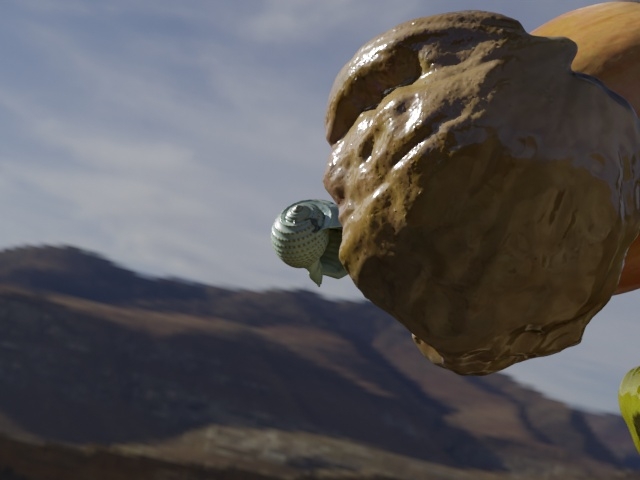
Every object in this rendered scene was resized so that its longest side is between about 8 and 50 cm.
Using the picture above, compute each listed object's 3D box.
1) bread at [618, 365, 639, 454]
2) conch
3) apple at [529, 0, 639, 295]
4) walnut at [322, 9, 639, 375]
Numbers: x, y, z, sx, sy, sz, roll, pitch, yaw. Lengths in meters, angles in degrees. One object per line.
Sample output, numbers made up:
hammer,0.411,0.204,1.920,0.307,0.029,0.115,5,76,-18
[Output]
bread,0.337,0.132,0.949,0.166,0.112,0.383,12,-9,-14
conch,-0.001,-0.004,1.189,0.076,0.056,0.085,-16,-27,5
apple,0.252,-0.085,1.246,0.241,0.242,0.242,-28,-8,1
walnut,0.097,-0.015,0.891,0.204,0.141,0.238,-9,-61,43
